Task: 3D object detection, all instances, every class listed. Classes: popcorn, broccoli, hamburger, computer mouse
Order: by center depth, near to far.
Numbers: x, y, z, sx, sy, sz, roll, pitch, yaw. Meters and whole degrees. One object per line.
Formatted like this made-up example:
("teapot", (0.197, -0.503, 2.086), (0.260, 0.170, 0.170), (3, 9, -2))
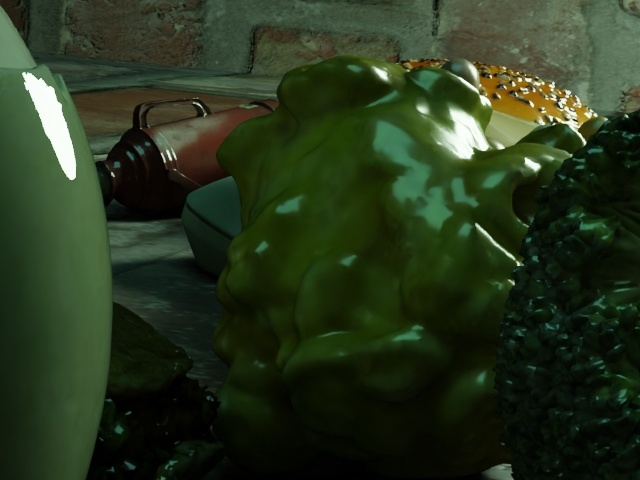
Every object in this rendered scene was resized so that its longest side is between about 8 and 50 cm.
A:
("broccoli", (0.240, 0.051, 0.751), (0.361, 0.221, 0.252), (-21, -41, 35))
("hamburger", (-0.155, 0.083, 0.917), (0.206, 0.130, 0.183), (25, 10, 10))
("popcorn", (0.056, 0.030, 1.025), (0.242, 0.235, 0.250), (1, 49, 10))
("computer mouse", (0.000, -0.006, 1.502), (0.159, 0.097, 0.288), (-1, 10, -37))
("hamburger", (0.146, -0.092, 1.810), (0.300, 0.176, 0.300), (5, 10, -1))

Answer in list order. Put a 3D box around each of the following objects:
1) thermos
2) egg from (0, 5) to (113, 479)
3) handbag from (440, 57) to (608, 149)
("thermos", (-0.136, -0.084, 1.824), (0.232, 0.124, 0.099), (-13, 15, -37))
("egg", (-0.219, 0.006, 0.695), (0.278, 0.336, 0.278), (3, 4, 0))
("handbag", (0.241, -0.017, 1.428), (0.401, 0.133, 0.283), (15, 19, -8))
